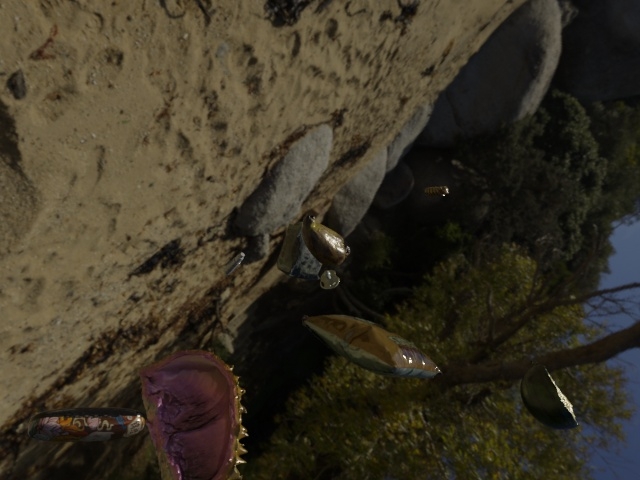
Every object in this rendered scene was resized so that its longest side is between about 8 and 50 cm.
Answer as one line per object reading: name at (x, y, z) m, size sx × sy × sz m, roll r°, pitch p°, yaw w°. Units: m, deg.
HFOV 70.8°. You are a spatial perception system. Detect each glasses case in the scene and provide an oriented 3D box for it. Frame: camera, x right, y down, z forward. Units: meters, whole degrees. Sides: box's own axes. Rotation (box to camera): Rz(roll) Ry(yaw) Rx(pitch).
glasses case at (-0.713, 0.568, 1.389) m, size 0.321 × 0.082 × 0.122 m, roll 12°, pitch 131°, yaw -30°

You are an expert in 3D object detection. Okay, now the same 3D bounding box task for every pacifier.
pacifier at (0.024, 0.130, 1.557) m, size 0.068 × 0.064 × 0.083 m, roll -30°, pitch -137°, yaw -1°

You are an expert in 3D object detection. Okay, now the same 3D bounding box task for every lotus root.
lotus root at (0.000, 0.000, 1.238) m, size 0.094 × 0.191 × 0.108 m, roll -43°, pitch -141°, yaw 8°

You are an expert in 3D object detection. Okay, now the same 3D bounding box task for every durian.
durian at (-0.227, 0.352, 0.864) m, size 0.191 × 0.341 × 0.112 m, roll -19°, pitch 134°, yaw -21°

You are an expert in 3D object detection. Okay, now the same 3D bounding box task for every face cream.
face cream at (-0.359, 0.095, 1.884) m, size 0.130 × 0.034 × 0.034 m, roll -44°, pitch 179°, yaw 31°

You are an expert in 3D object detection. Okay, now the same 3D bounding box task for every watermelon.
watermelon at (0.731, 0.516, 1.480) m, size 0.127 × 0.232 × 0.204 m, roll -31°, pitch 155°, yaw 10°

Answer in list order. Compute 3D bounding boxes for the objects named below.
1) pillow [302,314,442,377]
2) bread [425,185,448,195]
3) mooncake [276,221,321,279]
pillow at (0.145, 0.292, 1.241) m, size 0.310 × 0.313 × 0.119 m, roll 31°, pitch 83°, yaw -52°
bread at (0.398, -0.168, 1.546) m, size 0.049 × 0.033 × 0.088 m, roll 0°, pitch -178°, yaw -37°
mooncake at (-0.068, 0.060, 2.109) m, size 0.250 × 0.136 × 0.254 m, roll 26°, pitch 79°, yaw -48°
